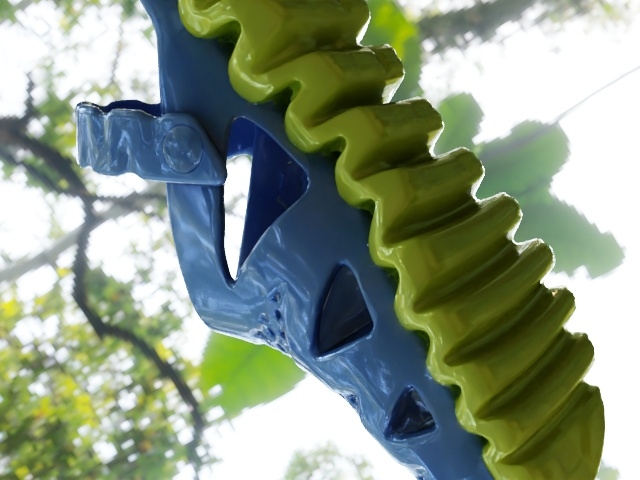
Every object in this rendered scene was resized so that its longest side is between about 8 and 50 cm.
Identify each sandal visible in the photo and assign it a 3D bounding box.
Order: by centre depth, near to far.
[{"bbox_3d":[0.000,0.000,0.668,0.126,0.138,0.317,-3,-123,-58],"label":"sandal"}]
